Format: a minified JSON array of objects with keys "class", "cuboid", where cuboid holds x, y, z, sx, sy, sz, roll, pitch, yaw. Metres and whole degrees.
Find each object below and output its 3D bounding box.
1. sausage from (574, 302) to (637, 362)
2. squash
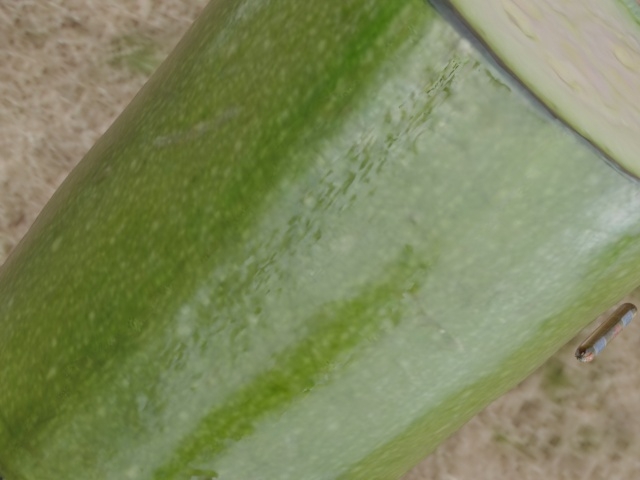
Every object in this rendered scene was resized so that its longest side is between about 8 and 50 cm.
[{"class":"sausage","cuboid":[0.211,0.067,1.084,0.100,0.015,0.015,-33,130,-50]},{"class":"squash","cuboid":[0.000,0.000,0.814,0.263,0.263,0.384,15,132,-41]}]
